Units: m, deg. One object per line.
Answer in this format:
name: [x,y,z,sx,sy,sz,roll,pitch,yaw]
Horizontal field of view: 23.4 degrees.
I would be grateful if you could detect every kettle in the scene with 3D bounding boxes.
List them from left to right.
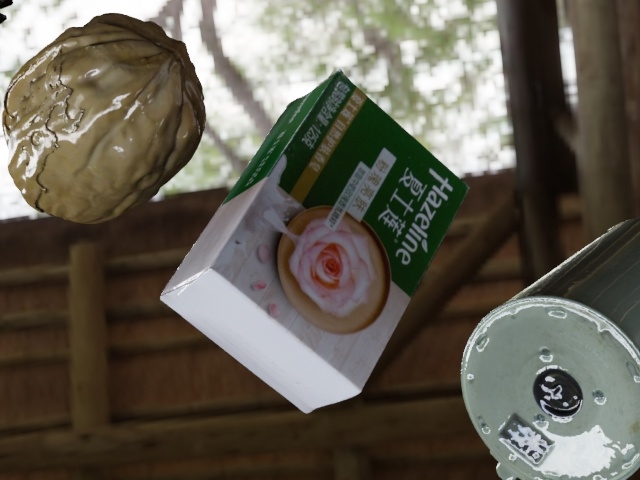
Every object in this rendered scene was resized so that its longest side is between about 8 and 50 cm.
kettle: [0.353,0.167,1.989,0.250,0.361,0.376,35,-146,17]

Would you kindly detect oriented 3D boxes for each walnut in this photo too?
walnut: [-0.218,-0.121,1.556,0.198,0.198,0.245,-21,160,-52]

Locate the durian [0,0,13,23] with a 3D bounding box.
durian: [-0.287,-0.095,0.803,0.258,0.258,0.293,-5,178,8]

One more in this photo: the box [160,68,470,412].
box: [0.000,0.000,1.069,0.081,0.135,0.199,-28,-154,56]
